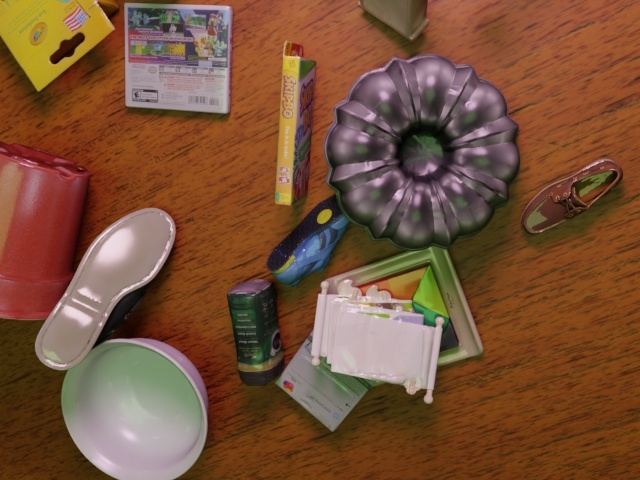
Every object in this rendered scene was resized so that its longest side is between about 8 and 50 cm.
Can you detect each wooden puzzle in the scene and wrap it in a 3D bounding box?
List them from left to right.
[{"bbox_3d":[0.145,0.139,1.164,0.238,0.044,0.221,-19,98,17],"label":"wooden puzzle"}]

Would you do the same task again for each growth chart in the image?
[{"bbox_3d":[0.098,0.167,1.122,0.237,0.021,0.172,15,81,6],"label":"growth chart"}]

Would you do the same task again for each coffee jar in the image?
[{"bbox_3d":[-0.118,0.171,1.205,0.079,0.096,0.184,-4,101,17],"label":"coffee jar"}]

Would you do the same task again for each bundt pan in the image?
[{"bbox_3d":[0.162,-0.138,1.027,0.330,0.124,0.331,0,96,5],"label":"bundt pan"}]

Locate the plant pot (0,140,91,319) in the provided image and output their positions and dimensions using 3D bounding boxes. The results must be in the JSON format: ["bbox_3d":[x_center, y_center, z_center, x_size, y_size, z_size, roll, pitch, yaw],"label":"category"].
[{"bbox_3d":[-0.557,-0.031,1.189,0.272,0.272,0.265,21,99,8],"label":"plant pot"}]

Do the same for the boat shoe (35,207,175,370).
[{"bbox_3d":[-0.390,0.089,1.198,0.127,0.113,0.340,30,68,-9],"label":"boat shoe"}]

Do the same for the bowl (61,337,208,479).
[{"bbox_3d":[-0.336,0.309,1.267,0.297,0.134,0.298,3,104,13],"label":"bowl"}]

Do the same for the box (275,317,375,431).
[{"bbox_3d":[0.019,0.242,1.194,0.145,0.038,0.186,38,118,9],"label":"box"}]

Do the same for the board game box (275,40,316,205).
[{"bbox_3d":[-0.041,-0.196,1.089,0.039,0.124,0.259,4,104,11],"label":"board game box"}]

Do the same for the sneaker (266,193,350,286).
[{"bbox_3d":[0.000,0.000,1.165,0.209,0.069,0.082,-44,126,8],"label":"sneaker"}]

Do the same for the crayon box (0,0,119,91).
[{"bbox_3d":[-0.507,-0.453,1.162,0.202,0.081,0.318,-30,94,18],"label":"crayon box"}]

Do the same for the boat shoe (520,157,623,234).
[{"bbox_3d":[0.402,-0.070,1.048,0.178,0.060,0.064,-36,93,18],"label":"boat shoe"}]

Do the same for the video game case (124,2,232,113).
[{"bbox_3d":[-0.256,-0.326,1.164,0.201,0.023,0.183,7,104,13],"label":"video game case"}]

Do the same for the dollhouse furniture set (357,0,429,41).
[{"bbox_3d":[0.198,-0.514,1.008,0.303,0.174,0.355,39,79,15],"label":"dollhouse furniture set"}]
